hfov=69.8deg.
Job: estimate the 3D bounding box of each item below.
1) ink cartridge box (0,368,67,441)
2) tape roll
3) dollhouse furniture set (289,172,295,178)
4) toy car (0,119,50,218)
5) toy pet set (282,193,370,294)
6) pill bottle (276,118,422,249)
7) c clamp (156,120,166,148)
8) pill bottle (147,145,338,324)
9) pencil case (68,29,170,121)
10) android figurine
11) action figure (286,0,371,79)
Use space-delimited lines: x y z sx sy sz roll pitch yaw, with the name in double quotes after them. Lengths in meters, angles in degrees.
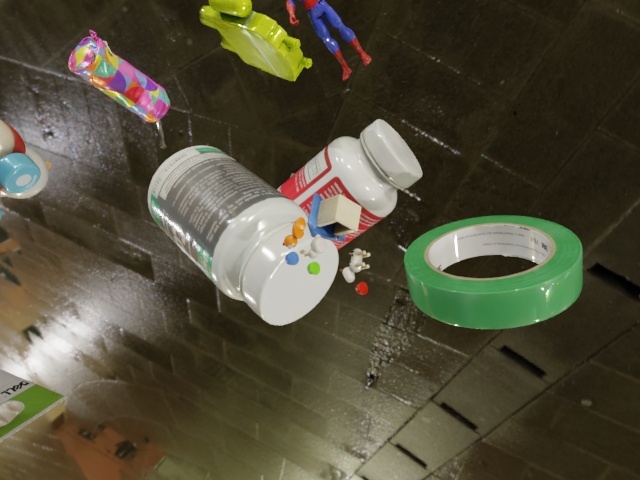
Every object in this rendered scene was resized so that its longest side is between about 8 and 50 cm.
-0.514 0.236 0.598 0.255 0.189 0.097 20 98 5 "ink cartridge box"
0.328 0.048 0.894 0.321 0.321 0.077 1 116 34 "tape roll"
0.000 -0.118 1.416 0.181 0.101 0.161 5 151 19 "dollhouse furniture set"
-0.668 -0.134 0.956 0.219 0.210 0.238 41 176 8 "toy car"
0.000 0.000 0.559 0.122 0.114 0.065 27 153 -34 "toy pet set"
0.043 -0.112 1.173 0.407 0.229 0.229 -36 96 28 "pill bottle"
-0.549 -0.380 1.573 0.137 0.022 0.161 110 145 -54 "c clamp"
-0.149 -0.019 0.851 0.361 0.204 0.204 37 136 35 "pill bottle"
-0.469 -0.378 1.089 0.104 0.105 0.236 11 168 29 "pencil case"
-0.138 -0.438 1.004 0.272 0.056 0.248 29 176 29 "android figurine"
-0.004 -0.460 0.946 0.091 0.139 0.280 -27 117 28 "action figure"
